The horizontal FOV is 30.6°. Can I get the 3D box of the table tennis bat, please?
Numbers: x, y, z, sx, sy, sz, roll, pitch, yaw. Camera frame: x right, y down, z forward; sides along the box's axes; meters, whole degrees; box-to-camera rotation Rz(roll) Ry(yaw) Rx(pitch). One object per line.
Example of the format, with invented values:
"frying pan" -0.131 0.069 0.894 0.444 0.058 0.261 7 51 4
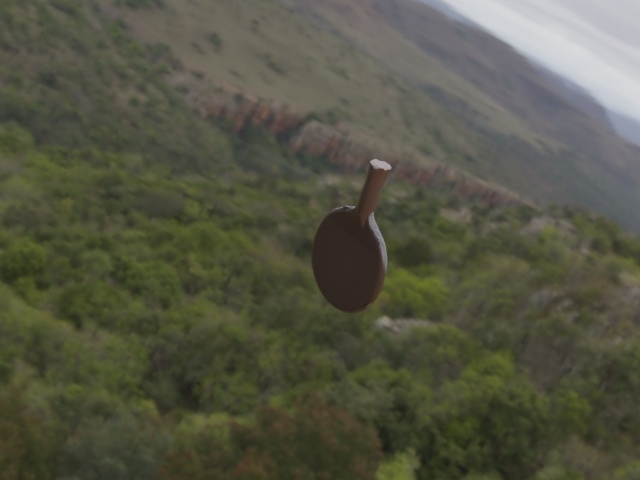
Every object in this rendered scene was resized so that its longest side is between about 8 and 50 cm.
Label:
"table tennis bat" 0.000 0.000 1.171 0.119 0.170 0.107 -7 34 -42
